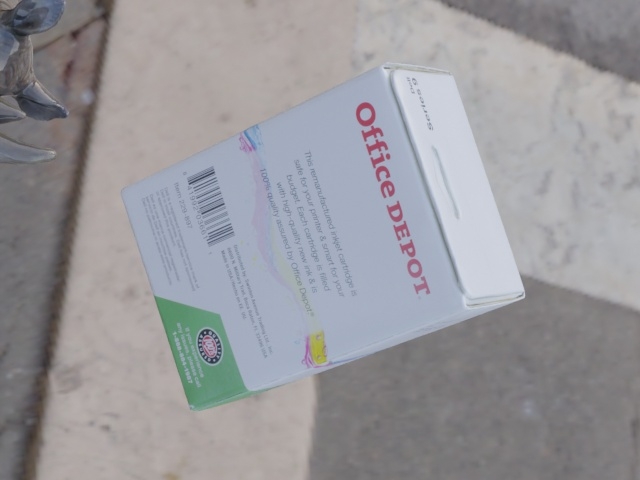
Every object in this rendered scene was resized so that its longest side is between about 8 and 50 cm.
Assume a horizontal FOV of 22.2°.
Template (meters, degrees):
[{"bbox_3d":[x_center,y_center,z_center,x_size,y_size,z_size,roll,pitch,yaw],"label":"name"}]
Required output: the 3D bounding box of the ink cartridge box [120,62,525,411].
[{"bbox_3d":[0.000,0.000,1.016,0.093,0.212,0.154,-6,75,-57],"label":"ink cartridge box"}]

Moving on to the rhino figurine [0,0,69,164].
[{"bbox_3d":[-0.172,-0.092,0.593,0.106,0.243,0.073,-26,140,-38],"label":"rhino figurine"}]
